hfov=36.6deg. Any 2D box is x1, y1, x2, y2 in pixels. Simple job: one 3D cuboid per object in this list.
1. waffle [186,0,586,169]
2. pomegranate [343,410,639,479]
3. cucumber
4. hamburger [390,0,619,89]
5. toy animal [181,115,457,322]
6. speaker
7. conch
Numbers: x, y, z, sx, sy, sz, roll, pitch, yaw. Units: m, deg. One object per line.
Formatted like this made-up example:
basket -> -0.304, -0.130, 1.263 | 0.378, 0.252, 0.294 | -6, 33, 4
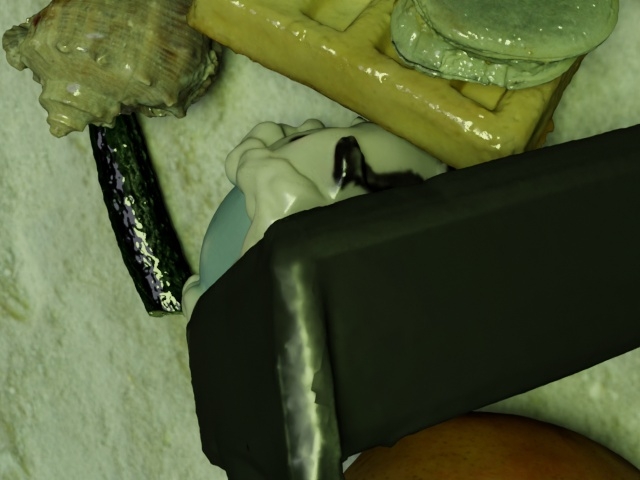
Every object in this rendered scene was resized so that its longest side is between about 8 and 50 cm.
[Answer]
waffle -> 0.054, -0.162, 0.689 | 0.274, 0.168, 0.057 | 29, 153, 14
pomegranate -> 0.119, 0.275, 0.660 | 0.319, 0.319, 0.319 | 4, 101, 20
cucumber -> -0.160, -0.032, 0.851 | 0.058, 0.052, 0.215 | -19, 93, 3
hamburger -> 0.116, -0.156, 0.620 | 0.140, 0.062, 0.133 | 2, 63, -3
toy animal -> 0.000, 0.000, 0.732 | 0.156, 0.208, 0.204 | 39, 115, 49
speaker -> 0.098, 0.062, 0.573 | 0.180, 0.388, 0.184 | -40, 69, 62
conch -> -0.154, -0.183, 0.771 | 0.178, 0.163, 0.245 | 23, 74, 16
